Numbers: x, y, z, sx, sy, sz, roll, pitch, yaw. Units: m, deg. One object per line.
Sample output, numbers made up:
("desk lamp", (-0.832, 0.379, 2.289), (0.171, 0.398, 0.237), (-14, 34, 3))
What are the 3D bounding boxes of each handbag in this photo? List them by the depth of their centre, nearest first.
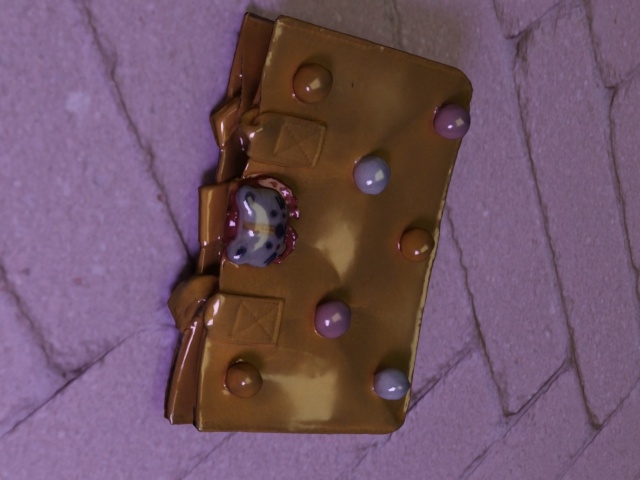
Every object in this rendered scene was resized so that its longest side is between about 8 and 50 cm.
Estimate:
("handbag", (0.000, 0.000, 0.998), (0.283, 0.133, 0.401), (11, 94, -39))
